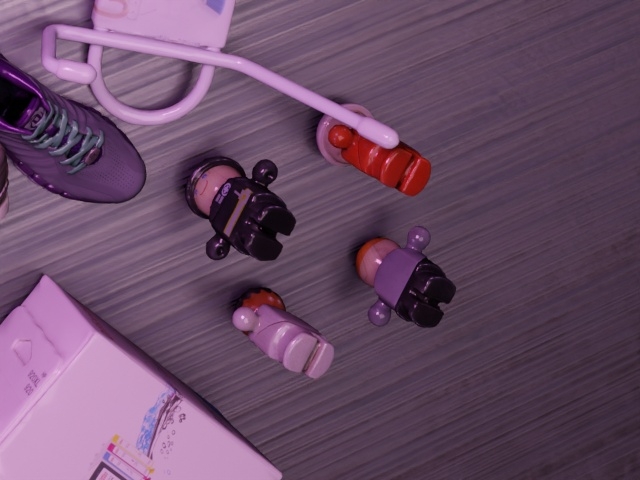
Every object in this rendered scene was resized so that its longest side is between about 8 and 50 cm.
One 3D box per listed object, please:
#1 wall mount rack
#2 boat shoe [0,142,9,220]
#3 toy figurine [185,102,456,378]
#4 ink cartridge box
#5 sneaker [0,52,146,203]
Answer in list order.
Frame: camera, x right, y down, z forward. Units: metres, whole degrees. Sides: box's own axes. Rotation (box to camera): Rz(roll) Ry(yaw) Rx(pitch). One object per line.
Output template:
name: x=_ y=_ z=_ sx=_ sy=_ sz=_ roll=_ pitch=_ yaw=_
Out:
wall mount rack: x=-0.063 y=-0.221 z=1.557 sx=0.304 sy=0.130 sz=0.350 roll=9 pitch=118 yaw=-14
boat shoe: x=-0.369 y=-0.039 z=1.550 sx=0.227 sy=0.081 sz=0.069 roll=-12 pitch=137 yaw=-22
toy figurine: x=0.000 y=0.000 z=1.702 sx=0.213 sy=0.148 sz=0.209 roll=-26 pitch=120 yaw=-17
ink cartridge box: x=-0.192 y=0.178 z=1.650 sx=0.232 sy=0.171 sz=0.168 roll=42 pitch=87 yaw=-27
sneaker: x=-0.235 y=-0.089 z=1.593 sx=0.223 sy=0.098 sz=0.083 roll=33 pitch=91 yaw=-27
